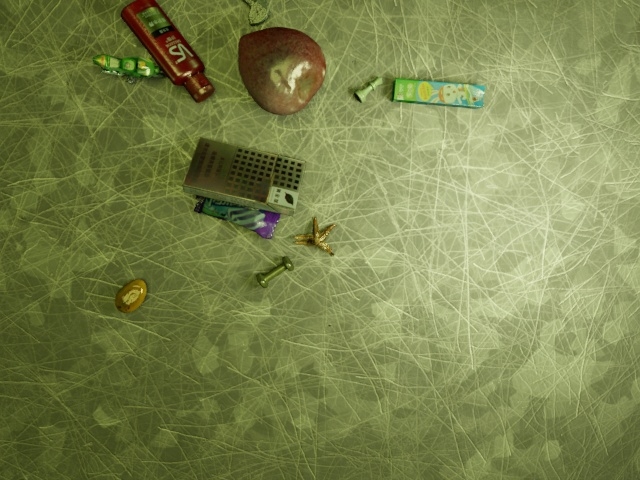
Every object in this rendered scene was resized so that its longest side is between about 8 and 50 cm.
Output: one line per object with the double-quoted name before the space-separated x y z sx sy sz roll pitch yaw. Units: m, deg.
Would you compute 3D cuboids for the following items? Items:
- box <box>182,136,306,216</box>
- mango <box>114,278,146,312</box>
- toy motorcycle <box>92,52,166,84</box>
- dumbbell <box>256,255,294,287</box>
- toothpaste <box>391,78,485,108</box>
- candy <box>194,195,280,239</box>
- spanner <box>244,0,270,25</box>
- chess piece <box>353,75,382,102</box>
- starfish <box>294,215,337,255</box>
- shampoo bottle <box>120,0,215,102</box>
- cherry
"box" -0.215 -0.186 1.490 0.324 0.047 0.180 12 61 -2
"mango" -0.577 0.168 1.563 0.079 0.057 0.114 35 86 0
"toy motorcycle" -0.538 -0.492 1.465 0.190 0.106 0.074 6 95 -3
"dumbbell" -0.138 0.097 1.562 0.118 0.052 0.046 -33 140 3
"toothpaste" 0.346 -0.431 1.513 0.266 0.050 0.065 5 99 -1
"candy" -0.240 -0.108 1.531 0.275 0.070 0.145 21 102 1
"spanner" -0.157 -0.783 1.480 0.093 0.026 0.326 17 95 -4
"chess piece" 0.146 -0.449 1.515 0.093 0.042 0.042 -38 95 -3
"starfish" 0.002 -0.001 1.559 0.133 0.041 0.130 -41 97 4
"shampoo bottle" -0.427 -0.541 1.466 0.314 0.076 0.118 53 50 -5
"cherry" -0.112 -0.477 1.436 0.239 0.206 0.240 -7 76 30
